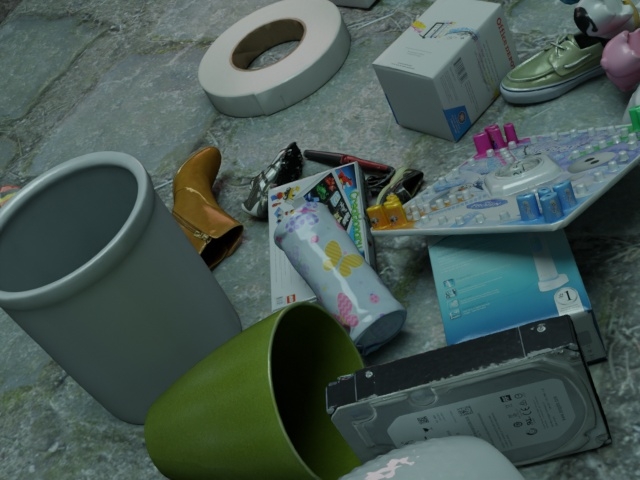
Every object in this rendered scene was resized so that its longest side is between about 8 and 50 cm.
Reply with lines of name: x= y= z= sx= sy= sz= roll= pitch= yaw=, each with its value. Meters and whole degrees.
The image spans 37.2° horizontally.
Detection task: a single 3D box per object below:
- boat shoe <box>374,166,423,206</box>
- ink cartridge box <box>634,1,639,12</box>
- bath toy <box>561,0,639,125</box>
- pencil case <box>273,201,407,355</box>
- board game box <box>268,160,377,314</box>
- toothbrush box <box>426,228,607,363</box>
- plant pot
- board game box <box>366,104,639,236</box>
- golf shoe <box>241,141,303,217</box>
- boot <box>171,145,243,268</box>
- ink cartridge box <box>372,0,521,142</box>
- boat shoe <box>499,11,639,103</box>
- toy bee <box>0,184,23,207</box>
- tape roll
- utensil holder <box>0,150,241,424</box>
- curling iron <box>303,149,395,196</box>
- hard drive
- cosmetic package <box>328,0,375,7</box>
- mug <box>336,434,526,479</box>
boat shoe: x=0.149 y=-0.085 z=1.800 sx=0.049 sy=0.056 sz=0.152 roll=0 pitch=48 yaw=38
ink cartridge box: x=0.703 y=-0.446 z=1.837 sx=0.109 sy=0.063 sz=0.150 roll=-43 pitch=42 yaw=-14
bath toy: x=0.537 y=-0.334 z=1.706 sx=0.151 sy=0.129 sz=0.348 roll=-8 pitch=68 yaw=-32
pencil case: x=0.031 y=0.062 z=1.603 sx=0.113 sy=0.124 sz=0.273 roll=-27 pitch=64 yaw=-18
board game box: x=0.000 y=0.000 z=1.780 sx=0.193 sy=0.053 sz=0.305 roll=-17 pitch=48 yaw=15
toothbrush box: x=0.297 y=0.070 z=1.494 sx=0.216 sy=0.126 sz=0.295 roll=-19 pitch=41 yaw=12
plant pot: x=-0.110 y=0.263 z=1.428 sx=0.294 sy=0.275 sz=0.274 roll=-21 pitch=39 yaw=28
board game box: x=0.328 y=-0.119 z=1.571 sx=0.390 sy=0.050 sz=0.390 roll=-35 pitch=21 yaw=-36
golf shoe: x=-0.104 y=-0.131 z=1.984 sx=0.094 sy=0.077 sz=0.198 roll=0 pitch=47 yaw=32
boot: x=-0.232 y=-0.061 z=1.983 sx=0.211 sy=0.104 sz=0.295 roll=18 pitch=64 yaw=35
ink cartridge box: x=0.259 y=-0.352 z=1.921 sx=0.168 sy=0.171 sz=0.232 roll=24 pitch=63 yaw=44
boat shoe: x=0.490 y=-0.362 z=1.852 sx=0.302 sy=0.094 sz=0.109 roll=-21 pitch=41 yaw=11
toy bee: x=-0.564 y=-0.045 z=2.109 sx=0.298 sy=0.195 sz=0.162 roll=-7 pitch=69 yaw=10
tape roll: x=-0.116 y=-0.454 z=2.331 sx=0.392 sy=0.072 sz=0.392 roll=-16 pitch=41 yaw=15
utensil holder: x=-0.353 y=0.094 z=1.659 sx=0.328 sy=0.385 sz=0.327 roll=-17 pitch=41 yaw=15
curling iron: x=0.053 y=-0.152 z=1.942 sx=0.068 sy=0.035 sz=0.274 roll=-45 pitch=42 yaw=-17
hard drive: x=0.204 y=0.235 z=1.296 sx=0.339 sy=0.237 sz=0.064 roll=-16 pitch=42 yaw=15
cosmetic package: x=0.140 y=-0.777 z=2.445 sx=0.217 sy=0.156 sz=0.385 roll=18 pitch=60 yaw=44
mug: x=0.136 y=0.435 z=1.140 sx=0.328 sy=0.276 sz=0.374 roll=-33 pitch=70 yaw=-15
